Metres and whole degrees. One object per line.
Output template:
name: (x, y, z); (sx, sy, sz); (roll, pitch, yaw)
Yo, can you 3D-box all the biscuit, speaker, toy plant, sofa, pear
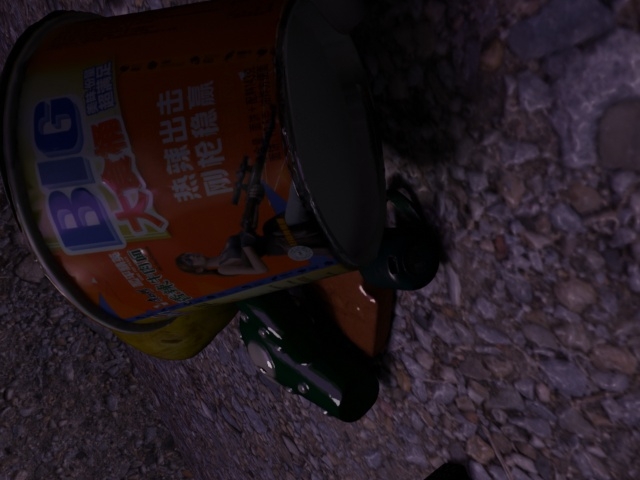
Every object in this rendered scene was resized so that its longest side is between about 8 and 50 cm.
biscuit: (0.000, 0.000, 0.832); (0.284, 0.043, 0.306); (-13, 104, 64)
speaker: (0.076, 0.000, 0.694); (0.075, 0.060, 0.094); (1, 81, 62)
toy plant: (-0.030, 0.137, 0.934); (0.243, 0.112, 0.232); (43, 165, 11)
sofa: (0.160, 0.325, 0.833); (0.117, 0.060, 0.039); (63, 151, -1)
pear: (-0.227, 0.020, 1.037); (0.269, 0.269, 0.321); (25, 123, 52)

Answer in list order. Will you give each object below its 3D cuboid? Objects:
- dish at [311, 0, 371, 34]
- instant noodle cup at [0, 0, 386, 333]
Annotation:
dish: (0.017, -0.236, 0.539); (0.141, 0.078, 0.141); (51, -157, -32)
instant noodle cup: (-0.080, -0.074, 0.601); (0.214, 0.296, 0.296); (-9, 112, 21)
